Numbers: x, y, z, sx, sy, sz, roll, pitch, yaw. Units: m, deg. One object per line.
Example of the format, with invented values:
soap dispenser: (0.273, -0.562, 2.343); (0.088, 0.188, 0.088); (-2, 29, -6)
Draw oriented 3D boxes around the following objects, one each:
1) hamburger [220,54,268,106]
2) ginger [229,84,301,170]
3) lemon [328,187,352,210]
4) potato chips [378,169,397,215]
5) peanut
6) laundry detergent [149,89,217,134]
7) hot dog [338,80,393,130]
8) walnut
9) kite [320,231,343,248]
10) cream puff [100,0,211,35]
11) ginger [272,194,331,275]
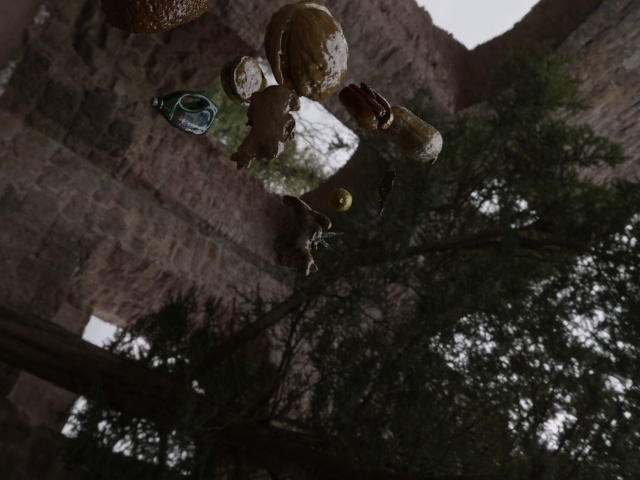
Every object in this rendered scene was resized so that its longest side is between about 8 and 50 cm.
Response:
hamburger: (-0.284, -0.571, 1.794); (0.113, 0.177, 0.185); (14, -152, 42)
ginger: (-0.125, -0.257, 1.182); (0.074, 0.137, 0.213); (37, 71, -74)
lemon: (0.067, -0.139, 1.715); (0.082, 0.082, 0.111); (-48, -179, 14)
potato chips: (0.274, -0.207, 2.127); (0.092, 0.028, 0.208); (-116, -144, -52)
peanut: (0.343, -0.398, 1.884); (0.143, 0.291, 0.159); (-57, -163, 1)
laundry detergent: (-0.428, -0.409, 1.554); (0.137, 0.211, 0.063); (-49, -123, 21)
hot dog: (0.098, -0.311, 1.132); (0.092, 0.062, 0.236); (-12, -145, -10)
walnut: (-0.035, -0.505, 1.324); (0.224, 0.257, 0.257); (32, -93, 32)
kite: (0.000, -0.001, 2.165); (0.229, 0.250, 0.012); (-13, -110, 19)
cream puff: (-0.423, -0.669, 1.276); (0.303, 0.212, 0.303); (-7, -137, 6)
ginger: (-0.055, -0.014, 1.508); (0.333, 0.166, 0.080); (-81, 177, -49)
